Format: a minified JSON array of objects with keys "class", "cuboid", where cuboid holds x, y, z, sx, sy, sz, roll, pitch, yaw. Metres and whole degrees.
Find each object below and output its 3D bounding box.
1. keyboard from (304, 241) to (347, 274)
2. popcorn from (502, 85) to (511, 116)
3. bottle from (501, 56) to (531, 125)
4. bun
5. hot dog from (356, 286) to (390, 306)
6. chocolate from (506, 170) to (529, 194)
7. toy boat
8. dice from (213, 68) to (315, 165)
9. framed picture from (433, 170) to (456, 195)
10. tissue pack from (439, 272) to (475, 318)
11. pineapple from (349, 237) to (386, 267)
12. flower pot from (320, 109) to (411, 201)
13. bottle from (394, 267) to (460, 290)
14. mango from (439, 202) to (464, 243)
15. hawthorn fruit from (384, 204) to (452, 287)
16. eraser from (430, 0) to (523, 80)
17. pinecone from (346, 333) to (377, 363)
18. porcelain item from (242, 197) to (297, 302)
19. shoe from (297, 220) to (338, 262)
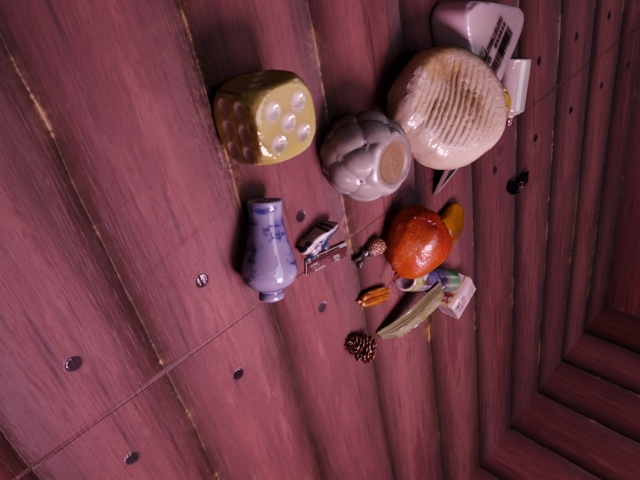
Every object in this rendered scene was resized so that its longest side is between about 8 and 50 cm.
[{"class":"keyboard","cuboid":[0.018,0.051,1.578,0.165,0.017,0.055,-24,123,-38]},{"class":"popcorn","cuboid":[0.593,-0.468,1.862,0.148,0.152,0.167,16,124,-14]},{"class":"bottle","cuboid":[0.709,-0.548,1.967,0.104,0.104,0.245,-20,121,-39]},{"class":"bun","cuboid":[0.357,-0.380,1.566,0.365,0.219,0.365,0,90,-20]},{"class":"hot dog","cuboid":[0.178,0.190,1.789,0.144,0.038,0.062,-12,118,-40]},{"class":"chocolate","cuboid":[0.862,-0.244,2.290,0.147,0.070,0.072,-27,153,-35]},{"class":"toy boat","cuboid":[0.333,0.267,1.899,0.293,0.055,0.093,-38,143,-3]},{"class":"dice","cuboid":[-0.124,-0.274,1.179,0.169,0.166,0.169,-33,128,-33]},{"class":"framed picture","cuboid":[0.487,-0.287,1.845,0.265,0.018,0.192,-49,167,-19]},{"class":"tissue pack","cuboid":[0.536,0.217,2.123,0.149,0.099,0.106,-55,139,-13]},{"class":"pineapple","cuboid":[0.152,0.041,1.685,0.124,0.058,0.058,-37,130,-29]},{"class":"flower pot","cuboid":[0.125,-0.226,1.436,0.246,0.195,0.246,-20,120,-39]},{"class":"bottle","cuboid":[0.402,0.144,1.959,0.330,0.093,0.093,7,102,-48]},{"class":"mango","cuboid":[0.472,-0.053,1.954,0.178,0.090,0.115,-51,129,-29]},{"class":"hawthorn fruit","cuboid":[0.296,0.034,1.731,0.211,0.211,0.299,18,109,-48]},{"class":"eraser","cuboid":[0.491,-0.591,1.691,0.331,0.150,0.331,-22,124,-38]},{"class":"pinecone","cuboid":[0.141,0.356,1.785,0.109,0.102,0.102,44,74,-36]},{"class":"porcelain item","cuboid":[-0.131,0.026,1.334,0.141,0.141,0.259,-17,111,-40]},{"class":"shoe","cuboid":[0.000,0.000,1.504,0.143,0.064,0.071,-45,133,-20]}]
